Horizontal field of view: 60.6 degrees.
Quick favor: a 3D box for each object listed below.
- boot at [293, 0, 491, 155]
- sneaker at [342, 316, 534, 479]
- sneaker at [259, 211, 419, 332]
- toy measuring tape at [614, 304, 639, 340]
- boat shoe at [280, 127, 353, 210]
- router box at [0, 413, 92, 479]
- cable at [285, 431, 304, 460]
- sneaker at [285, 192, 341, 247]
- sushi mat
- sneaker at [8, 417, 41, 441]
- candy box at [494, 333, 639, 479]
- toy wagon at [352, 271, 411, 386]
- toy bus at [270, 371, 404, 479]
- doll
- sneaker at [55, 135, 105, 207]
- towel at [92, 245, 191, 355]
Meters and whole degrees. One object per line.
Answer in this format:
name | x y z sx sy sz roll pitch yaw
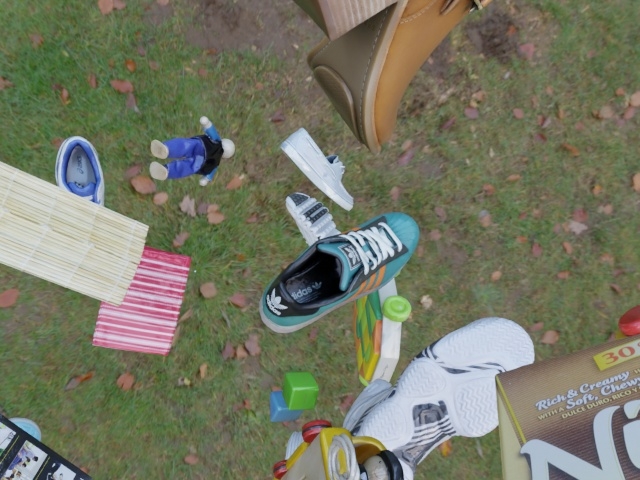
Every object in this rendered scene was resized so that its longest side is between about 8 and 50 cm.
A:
boot | 0.093 -0.200 0.456 0.220 0.283 0.109 -33 63 -1
sneaker | 0.150 0.242 0.830 0.137 0.210 0.366 45 96 4
sneaker | 0.048 0.036 0.832 0.302 0.121 0.108 -32 80 -24
toy measuring tape | 0.546 0.164 0.839 0.122 0.330 0.121 0 89 4
boat shoe | 0.012 -0.154 1.195 0.081 0.079 0.227 -46 122 2
router box | -0.307 0.263 0.486 0.133 0.046 0.178 51 33 -25
cable | -0.044 0.666 1.535 0.089 0.257 0.256 -2 104 7
sneaker | 0.000 0.000 1.453 0.292 0.118 0.110 49 40 7
sushi mat | -0.439 -0.019 0.863 0.317 0.019 0.151 27 58 -26
sneaker | -0.689 0.416 1.014 0.319 0.208 0.127 -32 111 -25
candy box | 0.205 0.170 0.303 0.183 0.316 0.087 -22 104 21
toy wagon | 0.124 0.154 1.244 0.068 0.267 0.344 4 44 -8
toy bus | 0.026 0.230 0.499 0.105 0.202 0.190 3 96 -22
doll | -0.218 -0.159 0.984 0.046 0.189 0.129 20 113 27
sneaker | -0.501 -0.071 1.141 0.112 0.131 0.296 -11 94 -23
towel | -0.461 0.151 1.425 0.199 0.031 0.274 14 87 -22
